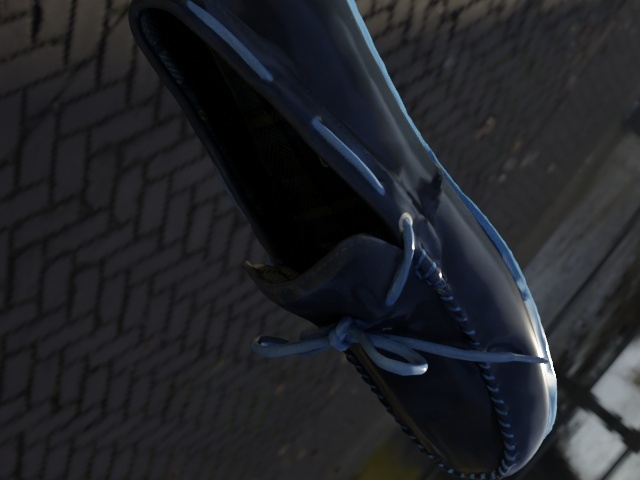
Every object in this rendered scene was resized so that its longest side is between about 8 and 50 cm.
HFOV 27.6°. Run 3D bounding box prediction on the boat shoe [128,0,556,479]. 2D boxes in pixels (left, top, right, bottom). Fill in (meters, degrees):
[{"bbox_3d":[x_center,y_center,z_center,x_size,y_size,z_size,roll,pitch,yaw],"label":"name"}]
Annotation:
[{"bbox_3d":[0.000,0.000,0.519,0.109,0.258,0.089,-24,-164,43],"label":"boat shoe"}]
